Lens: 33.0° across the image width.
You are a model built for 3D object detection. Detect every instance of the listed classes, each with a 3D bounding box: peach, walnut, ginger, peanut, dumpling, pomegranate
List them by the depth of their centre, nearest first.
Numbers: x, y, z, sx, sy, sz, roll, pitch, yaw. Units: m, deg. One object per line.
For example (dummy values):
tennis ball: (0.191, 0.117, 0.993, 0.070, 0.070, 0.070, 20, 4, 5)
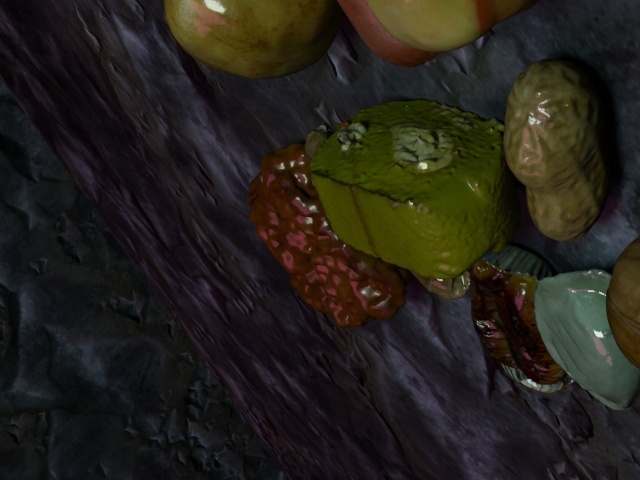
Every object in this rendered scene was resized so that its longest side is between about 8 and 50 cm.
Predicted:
peach: (0.115, -0.263, 0.955, 0.184, 0.184, 0.184, 41, 159, 20)
walnut: (0.376, 0.070, 1.049, 0.207, 0.167, 0.167, 30, 153, 36)
peanut: (0.242, -0.088, 1.111, 0.095, 0.108, 0.226, 41, 163, 43)
pomegranate: (-0.075, -0.293, 1.231, 0.233, 0.233, 0.233, 41, 159, 20)
dumpling: (0.340, 0.110, 1.292, 0.153, 0.108, 0.219, -127, 22, -49)
ginger: (0.086, -0.051, 1.508, 0.333, 0.081, 0.148, 36, 140, 30)

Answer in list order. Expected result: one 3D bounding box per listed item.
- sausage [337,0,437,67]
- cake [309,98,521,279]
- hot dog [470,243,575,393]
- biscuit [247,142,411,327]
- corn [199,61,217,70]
sausage: (0.049, -0.299, 1.122, 0.259, 0.113, 0.113, 57, 158, -19)
cake: (0.122, -0.069, 1.289, 0.260, 0.179, 0.156, 23, 149, 44)
hot dog: (0.268, 0.111, 1.455, 0.162, 0.082, 0.270, 35, 157, 35)
biscuit: (0.000, 0.000, 1.761, 0.318, 0.110, 0.312, 49, 161, -2)
corn: (-0.161, -0.359, 1.466, 0.098, 0.098, 0.290, 33, 151, 36)
